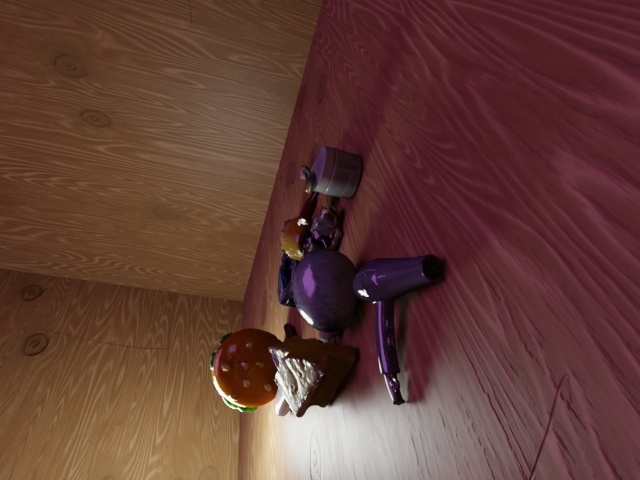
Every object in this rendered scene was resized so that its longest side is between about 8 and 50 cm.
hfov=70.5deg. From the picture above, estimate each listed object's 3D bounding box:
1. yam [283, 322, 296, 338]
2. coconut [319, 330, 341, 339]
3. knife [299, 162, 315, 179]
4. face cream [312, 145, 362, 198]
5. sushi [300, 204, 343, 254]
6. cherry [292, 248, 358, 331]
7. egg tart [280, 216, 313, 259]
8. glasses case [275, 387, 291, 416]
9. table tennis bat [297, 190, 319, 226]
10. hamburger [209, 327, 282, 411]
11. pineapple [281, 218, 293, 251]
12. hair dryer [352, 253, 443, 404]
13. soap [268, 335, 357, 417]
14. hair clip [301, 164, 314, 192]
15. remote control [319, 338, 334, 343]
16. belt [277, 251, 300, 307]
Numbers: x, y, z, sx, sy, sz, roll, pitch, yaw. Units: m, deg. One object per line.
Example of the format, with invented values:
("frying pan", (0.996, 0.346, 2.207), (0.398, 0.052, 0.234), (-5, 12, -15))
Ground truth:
("yam", (-0.143, 0.463, 2.183), (0.241, 0.057, 0.056), (-135, 56, -71))
("coconut", (0.034, 0.302, 1.584), (0.083, 0.082, 0.081), (6, 103, 45))
("knife", (-0.039, -0.374, 2.425), (0.336, 0.043, 0.081), (8, 81, 69))
("face cream", (0.060, -0.257, 1.724), (0.177, 0.153, 0.177), (-169, 90, -74))
("sushi", (0.007, 0.002, 1.803), (0.291, 0.131, 0.139), (-68, 16, 4))
("cherry", (0.019, 0.155, 1.488), (0.255, 0.218, 0.296), (-58, 39, 46))
("egg tart", (-0.053, -0.004, 1.938), (0.147, 0.203, 0.202), (12, 91, 63))
("glasses case", (-0.146, 0.674, 2.012), (0.113, 0.075, 0.296), (-95, 22, -47))
("table tennis bat", (-0.009, -0.226, 1.949), (0.268, 0.051, 0.414), (-55, 10, 54))
("hamburger", (-0.345, 0.613, 2.228), (0.277, 0.396, 0.395), (131, 146, -65))
("pineapple", (-0.159, -0.005, 2.495), (0.186, 0.115, 0.236), (-98, 13, -48))
("hair dryer", (0.189, 0.211, 1.098), (0.301, 0.121, 0.361), (154, 116, -61))
("soap", (-0.045, 0.376, 1.537), (0.304, 0.169, 0.338), (54, 139, 32))
("hair clip", (-0.047, -0.235, 1.739), (0.188, 0.033, 0.060), (-104, 28, -54))
("remote control", (0.000, 0.433, 1.711), (0.250, 0.034, 0.103), (123, 152, -54))
("belt", (-0.127, 0.171, 2.201), (0.260, 0.122, 0.324), (127, 147, -46))
